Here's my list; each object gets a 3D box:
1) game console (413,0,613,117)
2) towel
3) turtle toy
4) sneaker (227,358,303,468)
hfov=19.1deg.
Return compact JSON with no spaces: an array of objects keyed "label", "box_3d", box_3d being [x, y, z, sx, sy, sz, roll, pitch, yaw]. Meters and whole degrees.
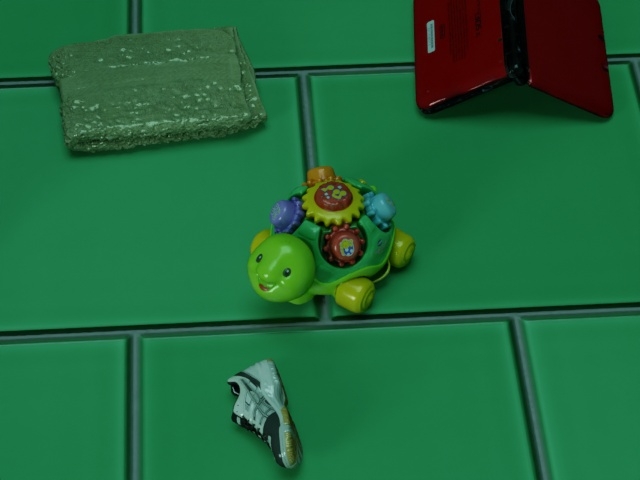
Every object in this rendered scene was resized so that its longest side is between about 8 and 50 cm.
[{"label":"game console","box_3d":[0.142,-0.142,1.429,0.124,0.085,0.144,-22,41,22]},{"label":"towel","box_3d":[-0.119,-0.110,1.387,0.148,0.027,0.110,-8,48,-10]},{"label":"turtle toy","box_3d":[0.000,0.000,1.255,0.095,0.066,0.130,26,51,23]},{"label":"sneaker","box_3d":[-0.035,0.112,1.178,0.037,0.032,0.083,-20,43,0]}]
